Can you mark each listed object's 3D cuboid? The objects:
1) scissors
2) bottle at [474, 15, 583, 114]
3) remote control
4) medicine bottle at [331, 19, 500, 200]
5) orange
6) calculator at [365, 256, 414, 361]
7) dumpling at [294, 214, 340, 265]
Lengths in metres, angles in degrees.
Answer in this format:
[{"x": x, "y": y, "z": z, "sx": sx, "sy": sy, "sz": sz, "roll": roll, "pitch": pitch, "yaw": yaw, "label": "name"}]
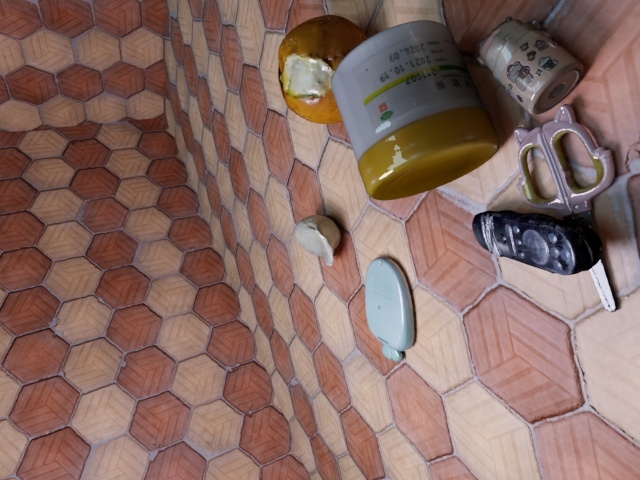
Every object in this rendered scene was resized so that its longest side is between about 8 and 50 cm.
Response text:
[{"x": 0.389, "y": -0.042, "z": 0.698, "sx": 0.160, "sy": 0.024, "sz": 0.317, "roll": -23, "pitch": 84, "yaw": 61, "label": "scissors"}, {"x": 0.301, "y": -0.269, "z": 0.676, "sx": 0.152, "sy": 0.099, "sz": 0.098, "roll": 60, "pitch": 150, "yaw": 27, "label": "bottle"}, {"x": 0.340, "y": -0.006, "z": 0.745, "sx": 0.266, "sy": 0.066, "sz": 0.090, "roll": -144, "pitch": 43, "yaw": -74, "label": "remote control"}, {"x": 0.162, "y": -0.219, "z": 0.813, "sx": 0.238, "sy": 0.238, "sz": 0.231, "roll": -37, "pitch": 68, "yaw": 62, "label": "medicine bottle"}, {"x": 0.012, "y": -0.385, "z": 1.044, "sx": 0.240, "sy": 0.240, "sz": 0.239, "roll": 38, "pitch": 135, "yaw": 51, "label": "orange"}, {"x": 0.177, "y": 0.187, "z": 1.204, "sx": 0.184, "sy": 0.042, "sz": 0.294, "roll": 20, "pitch": 119, "yaw": 59, "label": "calculator"}, {"x": 0.001, "y": 0.001, "z": 1.380, "sx": 0.216, "sy": 0.126, "sz": 0.166, "roll": -3, "pitch": 116, "yaw": 60, "label": "dumpling"}]
